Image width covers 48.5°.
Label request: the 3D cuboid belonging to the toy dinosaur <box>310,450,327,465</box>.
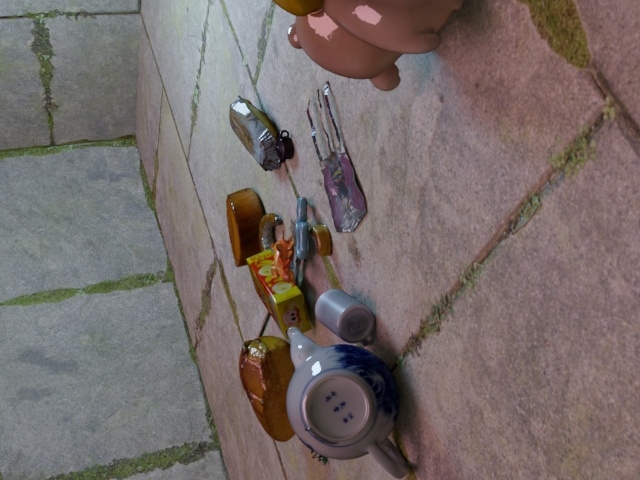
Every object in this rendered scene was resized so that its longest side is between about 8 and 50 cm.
[{"bbox_3d":[-0.005,0.621,2.144,0.060,0.029,0.119,-38,57,48],"label":"toy dinosaur"}]

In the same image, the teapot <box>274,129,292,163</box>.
[{"bbox_3d":[-0.106,-0.260,1.975,0.068,0.045,0.100,-131,37,-50],"label":"teapot"}]

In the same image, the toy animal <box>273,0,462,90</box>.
[{"bbox_3d":[0.101,-0.394,1.224,0.345,0.277,0.246,23,146,28],"label":"toy animal"}]

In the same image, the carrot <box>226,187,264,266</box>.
[{"bbox_3d":[-0.266,-0.041,2.396,0.307,0.100,0.258,139,122,-67],"label":"carrot"}]

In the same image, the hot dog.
[{"bbox_3d":[-0.191,-0.323,2.117,0.270,0.082,0.162,53,155,35],"label":"hot dog"}]

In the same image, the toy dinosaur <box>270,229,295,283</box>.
[{"bbox_3d":[-0.104,0.032,1.991,0.288,0.071,0.117,-109,30,-64],"label":"toy dinosaur"}]

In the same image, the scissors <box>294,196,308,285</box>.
[{"bbox_3d":[-0.056,0.042,1.984,0.360,0.030,0.191,95,172,-49],"label":"scissors"}]

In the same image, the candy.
[{"bbox_3d":[-0.124,0.154,2.089,0.276,0.088,0.146,-131,25,-53],"label":"candy"}]

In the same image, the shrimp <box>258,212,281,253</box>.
[{"bbox_3d":[-0.146,-0.006,2.194,0.166,0.049,0.161,-41,60,57],"label":"shrimp"}]

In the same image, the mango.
[{"bbox_3d":[-0.141,0.466,2.221,0.199,0.201,0.349,-58,-41,-67],"label":"mango"}]

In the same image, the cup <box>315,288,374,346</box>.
[{"bbox_3d":[0.071,0.186,1.696,0.099,0.136,0.133,-63,27,-1],"label":"cup"}]

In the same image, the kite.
[{"bbox_3d":[0.029,-0.192,1.709,0.204,0.022,0.360,143,114,-65],"label":"kite"}]

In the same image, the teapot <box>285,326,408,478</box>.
[{"bbox_3d":[0.055,0.363,1.615,0.424,0.252,0.280,50,-178,9],"label":"teapot"}]

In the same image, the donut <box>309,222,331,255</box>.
[{"bbox_3d":[0.000,0.000,1.837,0.067,0.038,0.083,12,109,63],"label":"donut"}]
